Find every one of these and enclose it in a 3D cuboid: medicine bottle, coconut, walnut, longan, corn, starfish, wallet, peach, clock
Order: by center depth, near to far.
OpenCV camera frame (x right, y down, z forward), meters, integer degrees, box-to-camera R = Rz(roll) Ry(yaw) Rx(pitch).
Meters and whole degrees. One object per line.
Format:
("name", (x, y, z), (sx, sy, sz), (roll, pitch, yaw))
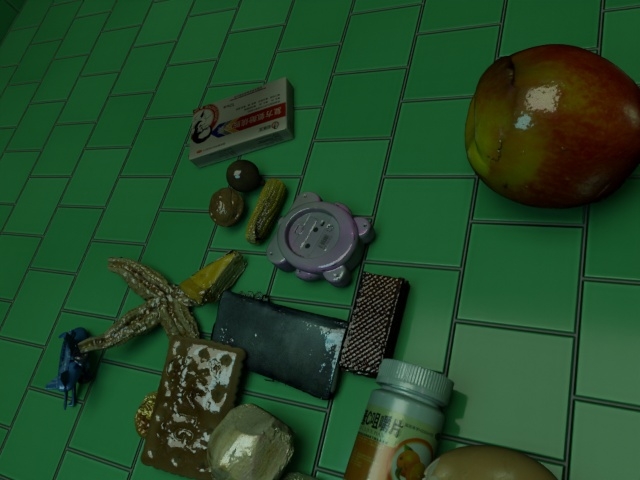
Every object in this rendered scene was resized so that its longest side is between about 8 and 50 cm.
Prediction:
("medicine bottle", (0.148, 0.411, 1.082), (0.158, 0.158, 0.318), (10, 71, 30))
("peach", (0.494, -0.236, 1.153), (0.370, 0.370, 0.369), (-11, 60, 21))
("coconut", (-0.159, 0.463, 1.190), (0.195, 0.194, 0.194), (-11, 60, 21))
("wallet", (-0.111, 0.248, 1.343), (0.379, 0.046, 0.190), (10, 84, 29))
("clock", (0.000, 0.000, 1.413), (0.248, 0.090, 0.227), (22, 77, 31))
("starfish", (-0.491, 0.208, 1.526), (0.432, 0.082, 0.323), (14, 58, 17))
("corn", (-0.154, -0.084, 1.544), (0.072, 0.072, 0.203), (12, 71, 31))
("walnut", (-0.272, -0.095, 1.586), (0.105, 0.105, 0.124), (-11, 68, 21))
("longan", (-0.220, -0.189, 1.616), (0.119, 0.106, 0.106), (14, 65, -15))

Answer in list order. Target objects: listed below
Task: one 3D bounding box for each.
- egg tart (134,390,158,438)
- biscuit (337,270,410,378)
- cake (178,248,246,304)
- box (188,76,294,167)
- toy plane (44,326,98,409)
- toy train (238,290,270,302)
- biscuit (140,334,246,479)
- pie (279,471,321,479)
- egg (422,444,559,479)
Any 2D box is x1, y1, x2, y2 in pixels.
("egg tart", (-0.417, 0.452, 1.403), (0.131, 0.052, 0.130), (-12, 59, 22))
("biscuit", (0.129, 0.191, 1.261), (0.106, 0.070, 0.252), (7, 68, 28))
("cake", (-0.298, 0.101, 1.503), (0.116, 0.079, 0.184), (11, 62, 34))
("box", (-0.255, -0.377, 1.750), (0.354, 0.069, 0.214), (-14, 59, 21))
("toy plane", (-0.697, 0.335, 1.543), (0.105, 0.254, 0.271), (4, 29, -7))
("toy train", (-0.181, 0.169, 1.441), (0.103, 0.044, 0.064), (-2, 70, 26))
("biscuit", (-0.312, 0.404, 1.330), (0.217, 0.044, 0.324), (9, 78, 17))
("pie", (-0.049, 0.615, 1.137), (0.241, 0.054, 0.240), (-11, 62, 21))
("egg", (0.306, 0.462, 0.956), (0.245, 0.201, 0.201), (-10, 60, 8))
